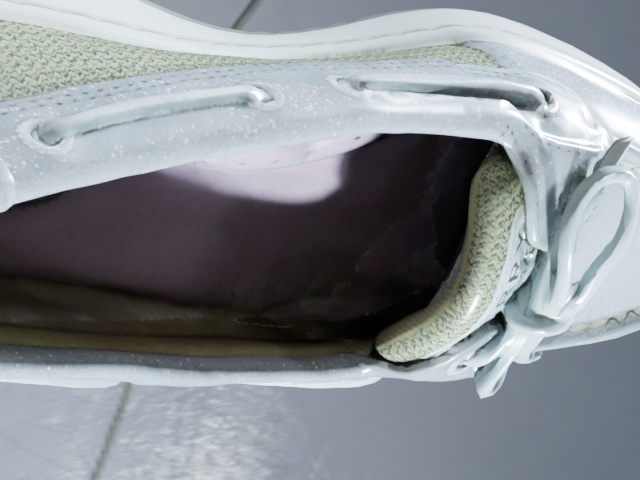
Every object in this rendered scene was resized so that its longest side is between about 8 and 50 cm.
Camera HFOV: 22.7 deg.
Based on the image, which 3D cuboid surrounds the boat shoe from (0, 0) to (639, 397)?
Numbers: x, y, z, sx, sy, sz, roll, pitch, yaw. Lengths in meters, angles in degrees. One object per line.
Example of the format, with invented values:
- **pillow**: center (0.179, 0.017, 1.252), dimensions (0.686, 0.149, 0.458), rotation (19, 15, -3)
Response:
- **boat shoe**: center (0.000, -0.002, 0.442), dimensions (0.320, 0.103, 0.118), rotation (9, 122, -37)
